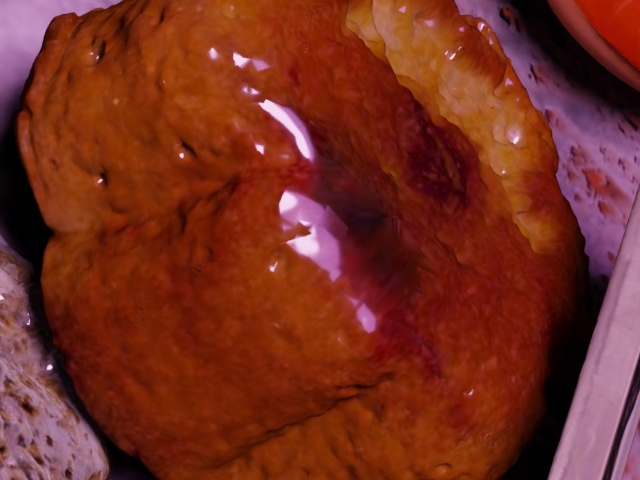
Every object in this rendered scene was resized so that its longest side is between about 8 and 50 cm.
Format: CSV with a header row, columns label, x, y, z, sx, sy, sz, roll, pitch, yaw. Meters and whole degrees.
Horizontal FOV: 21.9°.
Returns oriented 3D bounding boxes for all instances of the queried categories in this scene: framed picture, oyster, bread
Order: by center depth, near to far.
label,x,y,z,sx,sy,sz,roll,pitch,yaw
oyster,-0.123,0.065,0.586,0.125,0.064,0.177,-1,68,-50
bread,0.000,-0.011,0.645,0.246,0.135,0.232,52,39,-16
framed picture,0.109,0.098,0.664,0.020,0.240,0.324,15,60,13

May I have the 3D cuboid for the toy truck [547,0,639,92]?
label,x,y,z,sx,sy,sz,roll,pitch,yaw
toy truck,0.220,-0.202,0.794,0.189,0.239,0.265,32,61,-25
